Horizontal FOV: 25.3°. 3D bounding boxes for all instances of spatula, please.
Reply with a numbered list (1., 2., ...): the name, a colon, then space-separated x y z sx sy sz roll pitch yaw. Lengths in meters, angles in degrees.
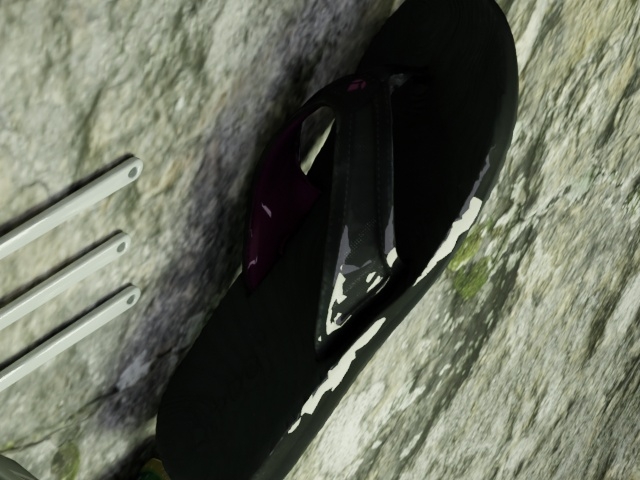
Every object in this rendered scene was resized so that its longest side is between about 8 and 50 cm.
1. spatula: -0.197 0.047 0.906 0.242 0.019 0.168 -35 146 -38

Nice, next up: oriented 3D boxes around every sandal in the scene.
1. sandal: 0.001 0.002 1.057 0.107 0.167 0.446 23 99 -47

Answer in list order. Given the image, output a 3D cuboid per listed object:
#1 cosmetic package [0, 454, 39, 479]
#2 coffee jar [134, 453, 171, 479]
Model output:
1. cosmetic package: -0.250 0.267 0.942 0.238 0.127 0.107 -55 158 -8
2. coffee jar: -0.146 0.248 1.140 0.184 0.096 0.079 -40 161 -30
